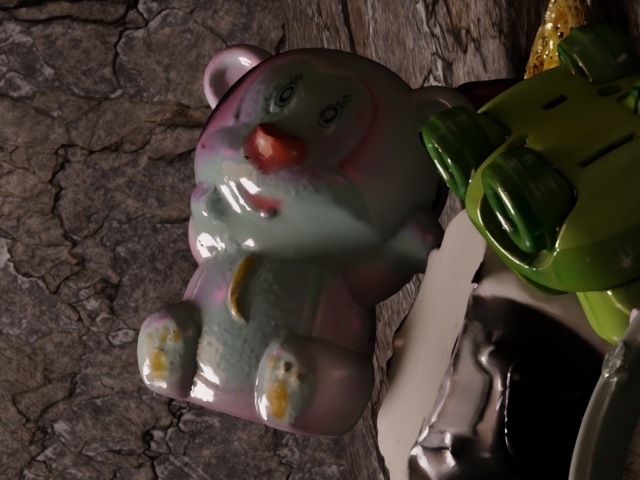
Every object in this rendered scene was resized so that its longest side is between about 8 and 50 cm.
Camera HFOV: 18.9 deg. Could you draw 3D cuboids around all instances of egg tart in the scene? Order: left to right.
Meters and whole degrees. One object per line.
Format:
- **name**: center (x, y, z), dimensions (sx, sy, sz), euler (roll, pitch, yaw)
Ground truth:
- **egg tart**: center (0.172, -0.113, 1.310), dimensions (0.129, 0.049, 0.129), euler (-167, 90, -83)

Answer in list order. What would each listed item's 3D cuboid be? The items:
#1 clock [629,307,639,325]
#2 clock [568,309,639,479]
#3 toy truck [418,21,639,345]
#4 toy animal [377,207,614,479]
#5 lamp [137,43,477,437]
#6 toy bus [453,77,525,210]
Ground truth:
- **clock**: center (0.235, 0.170, 1.028), dimensions (0.275, 0.080, 0.290), euler (116, 145, -77)
- **clock**: center (0.209, 0.081, 0.911), dimensions (0.236, 0.053, 0.236), euler (-46, 24, 28)
- **toy truck**: center (0.173, -0.013, 1.136), dimensions (0.211, 0.148, 0.187), euler (61, 174, -10)
- **toy animal**: center (0.142, 0.096, 1.398), dimensions (0.204, 0.156, 0.208), euler (-112, 40, -70)
- **lamp**: center (0.000, 0.000, 1.549), dimensions (0.247, 0.247, 0.301), euler (18, -94, -59)
- **toy bus**: center (0.154, -0.020, 1.558), dimensions (0.096, 0.073, 0.235), euler (139, 123, -71)
